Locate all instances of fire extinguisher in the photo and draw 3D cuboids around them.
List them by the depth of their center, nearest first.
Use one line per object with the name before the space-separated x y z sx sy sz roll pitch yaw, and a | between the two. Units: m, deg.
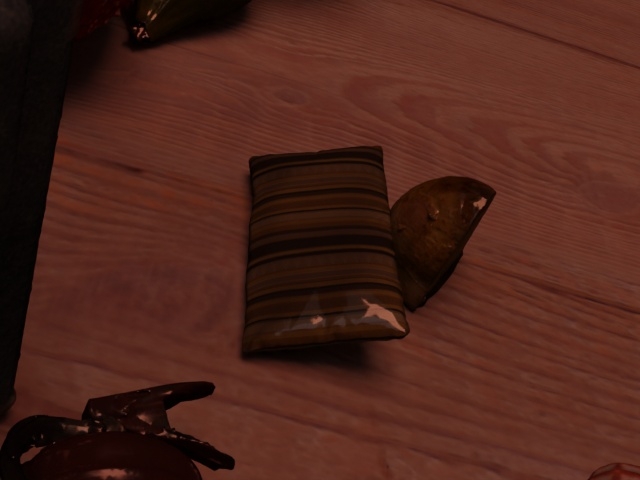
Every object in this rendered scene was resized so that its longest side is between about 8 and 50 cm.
fire extinguisher | -0.071 0.190 0.359 0.141 0.105 0.341 21 36 -30

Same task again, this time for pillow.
pillow | 0.000 0.000 0.640 0.113 0.038 0.203 -6 43 4

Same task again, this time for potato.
potato | 0.086 -0.015 0.665 0.066 0.103 0.096 34 39 9

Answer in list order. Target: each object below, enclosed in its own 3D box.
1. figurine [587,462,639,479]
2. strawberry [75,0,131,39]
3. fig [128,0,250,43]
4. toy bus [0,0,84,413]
figurine | 0.267 0.208 0.451 0.281 0.167 0.370 46 36 20
strawberry | -0.235 -0.269 0.707 0.257 0.257 0.277 29 26 9
fig | -0.119 -0.267 0.841 0.132 0.127 0.185 31 34 -11
toy bus | -0.223 -0.039 0.372 0.194 0.324 0.161 42 43 19
